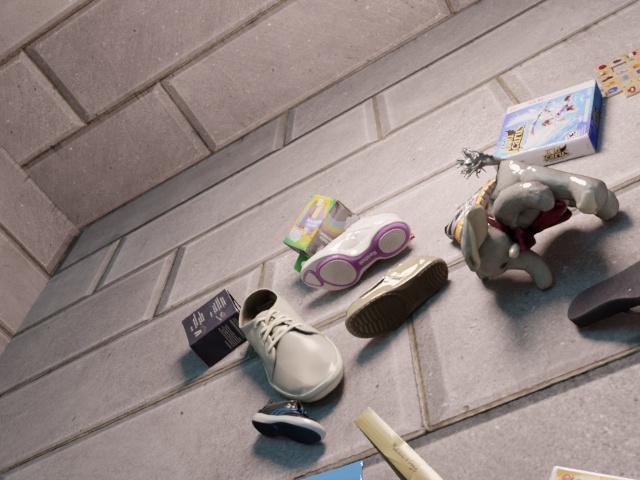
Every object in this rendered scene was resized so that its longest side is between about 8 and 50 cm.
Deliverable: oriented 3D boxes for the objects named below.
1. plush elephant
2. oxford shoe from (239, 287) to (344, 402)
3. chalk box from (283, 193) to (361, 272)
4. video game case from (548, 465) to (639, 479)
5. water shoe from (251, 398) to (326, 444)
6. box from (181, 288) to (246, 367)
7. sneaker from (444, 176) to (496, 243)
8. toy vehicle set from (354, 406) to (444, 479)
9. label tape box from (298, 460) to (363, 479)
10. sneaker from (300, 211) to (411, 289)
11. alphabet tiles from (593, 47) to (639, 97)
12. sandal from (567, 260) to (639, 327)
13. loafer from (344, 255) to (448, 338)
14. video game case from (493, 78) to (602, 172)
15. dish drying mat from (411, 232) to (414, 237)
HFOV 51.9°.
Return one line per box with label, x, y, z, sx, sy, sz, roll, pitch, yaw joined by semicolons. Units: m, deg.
plush elephant;0.391;-0.023;1.307;0.330;0.255;0.272;20;8;22
oxford shoe;-0.087;0.234;1.539;0.169;0.130;0.449;-37;28;-9
chalk box;0.000;0.000;1.790;0.213;0.132;0.132;-57;31;-7
video game case;0.379;0.399;0.837;0.227;0.026;0.206;-7;38;45
water shoe;-0.060;0.361;1.354;0.203;0.073;0.080;-6;36;44
box;-0.282;0.236;1.795;0.158;0.093;0.156;-36;27;-4
sneaker;0.375;-0.079;1.573;0.215;0.084;0.083;-44;23;-17
toy vehicle set;0.161;0.370;0.975;0.035;0.166;0.267;-40;27;-10
label tape box;-0.061;0.503;1.083;0.241;0.106;0.333;-24;29;20
sneaker;0.087;0.026;1.705;0.305;0.114;0.152;-27;24;4
alphabet tiles;0.841;-0.451;1.731;0.198;0.009;0.237;-21;30;25
sandal;0.520;0.087;1.089;0.097;0.054;0.254;-54;5;-28
loafer;0.163;0.123;1.472;0.269;0.101;0.092;-31;24;-13
video game case;0.587;-0.290;1.699;0.244;0.061;0.269;-15;33;37
dish drying mat;0.206;0.008;1.705;0.083;0.008;0.032;-39;27;-9
